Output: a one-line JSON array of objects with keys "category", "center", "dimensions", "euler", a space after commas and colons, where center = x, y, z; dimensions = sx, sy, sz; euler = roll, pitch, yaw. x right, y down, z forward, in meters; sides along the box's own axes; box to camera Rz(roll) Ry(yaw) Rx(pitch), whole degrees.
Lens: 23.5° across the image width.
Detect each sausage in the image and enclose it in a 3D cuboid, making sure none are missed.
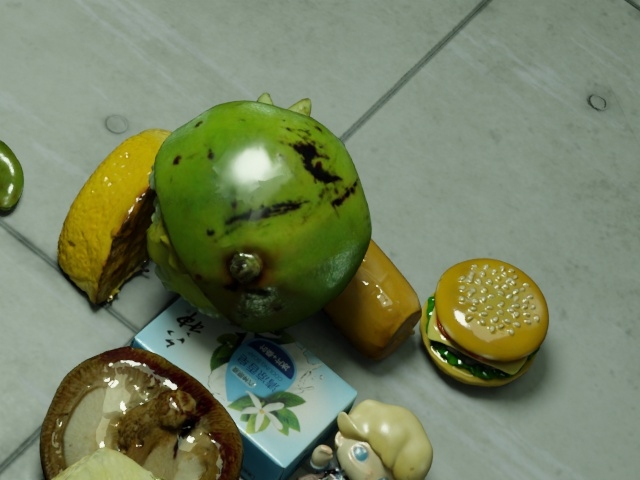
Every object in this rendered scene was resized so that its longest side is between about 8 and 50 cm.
[{"category": "sausage", "center": [-0.004, 0.004, 1.890], "dimensions": [0.112, 0.112, 0.328], "euler": [-30, 70, -32]}]

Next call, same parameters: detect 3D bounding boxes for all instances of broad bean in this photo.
[{"category": "broad bean", "center": [-0.434, -0.122, 1.876], "dimensions": [0.070, 0.048, 0.213], "euler": [-34, 75, -34]}]

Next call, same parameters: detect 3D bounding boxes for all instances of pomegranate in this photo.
[{"category": "pomegranate", "center": [-0.066, -0.050, 1.740], "dimensions": [0.260, 0.260, 0.340], "euler": [19, 43, -4]}]

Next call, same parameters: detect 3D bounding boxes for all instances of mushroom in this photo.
[{"category": "mushroom", "center": [-0.190, 0.228, 1.656], "dimensions": [0.231, 0.194, 0.138], "euler": [47, 11, 21]}]

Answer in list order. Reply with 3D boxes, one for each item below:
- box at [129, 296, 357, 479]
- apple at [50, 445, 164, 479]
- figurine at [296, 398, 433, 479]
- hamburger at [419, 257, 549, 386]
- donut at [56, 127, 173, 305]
[{"category": "box", "center": [-0.093, 0.163, 1.768], "dimensions": [0.232, 0.083, 0.142], "euler": [41, 53, 10]}, {"category": "apple", "center": [-0.218, 0.392, 1.464], "dimensions": [0.314, 0.252, 0.309], "euler": [-37, 95, -14]}, {"category": "figurine", "center": [0.034, 0.260, 1.731], "dimensions": [0.196, 0.108, 0.114], "euler": [-32, 74, -26]}, {"category": "hamburger", "center": [0.203, 0.099, 1.888], "dimensions": [0.162, 0.115, 0.162], "euler": [9, 52, -12]}, {"category": "donut", "center": [-0.209, -0.058, 1.840], "dimensions": [0.101, 0.152, 0.259], "euler": [34, 50, 16]}]
